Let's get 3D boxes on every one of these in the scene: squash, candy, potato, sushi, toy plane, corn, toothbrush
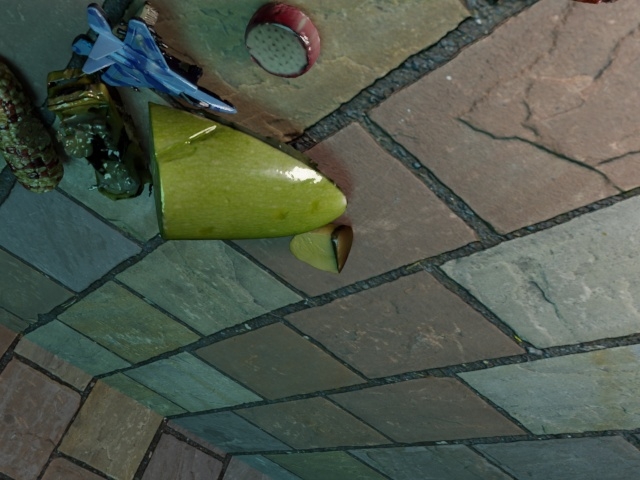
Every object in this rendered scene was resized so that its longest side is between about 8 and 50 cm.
[{"bbox_3d":[-0.115,-0.107,1.066,0.309,0.210,0.233,-7,165,-16],"label":"squash"},{"bbox_3d":[-0.051,-0.264,0.861,0.103,0.043,0.103,16,146,11],"label":"candy"},{"bbox_3d":[0.000,0.000,1.188,0.103,0.066,0.096,16,132,20],"label":"potato"},{"bbox_3d":[-0.385,-0.167,1.103,0.139,0.131,0.291,-9,154,-2],"label":"sushi"},{"bbox_3d":[-0.232,-0.251,0.947,0.247,0.078,0.169,16,155,-27],"label":"toy plane"},{"bbox_3d":[-0.563,-0.207,1.207,0.098,0.098,0.289,15,142,13],"label":"corn"},{"bbox_3d":[-0.323,-0.286,1.010,0.028,0.026,0.294,25,150,-31],"label":"toothbrush"}]

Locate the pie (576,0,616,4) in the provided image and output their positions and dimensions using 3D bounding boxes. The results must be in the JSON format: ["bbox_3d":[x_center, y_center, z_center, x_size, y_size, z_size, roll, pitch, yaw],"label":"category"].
[{"bbox_3d":[0.278,-0.295,0.627,0.155,0.036,0.154,17,147,11],"label":"pie"}]
